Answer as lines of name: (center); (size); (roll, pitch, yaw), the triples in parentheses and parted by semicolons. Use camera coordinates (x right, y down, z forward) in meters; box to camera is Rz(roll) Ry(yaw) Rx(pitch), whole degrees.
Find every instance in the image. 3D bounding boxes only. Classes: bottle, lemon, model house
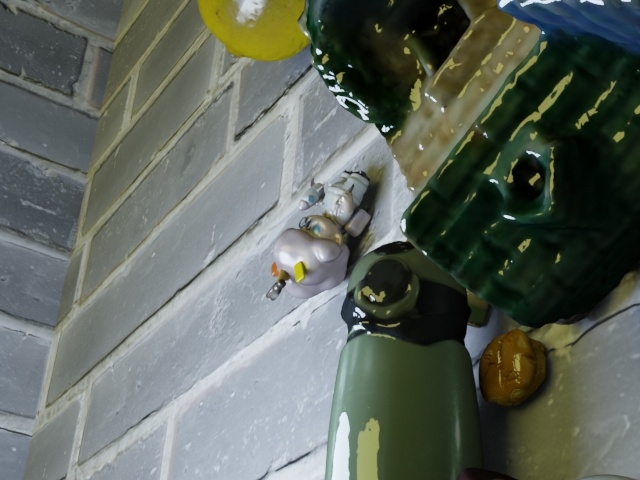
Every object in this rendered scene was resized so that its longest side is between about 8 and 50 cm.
bottle: (0.088, 0.172, 1.205); (0.168, 0.168, 0.347); (-34, 47, 51)
lemon: (-0.085, -0.451, 1.976); (0.260, 0.260, 0.284); (-100, 16, -48)
model house: (0.236, -0.167, 0.929); (0.445, 0.395, 0.400); (-51, 38, 30)

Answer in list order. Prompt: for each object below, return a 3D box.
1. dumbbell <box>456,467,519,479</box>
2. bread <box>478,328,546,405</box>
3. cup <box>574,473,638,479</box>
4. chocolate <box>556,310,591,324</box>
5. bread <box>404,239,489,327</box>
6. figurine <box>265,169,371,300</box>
dumbbell: (0.149, 0.329, 1.025); (0.124, 0.140, 0.225); (27, 94, 53)
bread: (0.200, 0.133, 1.183); (0.083, 0.046, 0.081); (1, 74, 62)
cup: (0.265, 0.276, 0.690); (0.289, 0.257, 0.219); (-22, 52, 57)
chocolate: (0.239, 0.016, 1.169); (0.072, 0.072, 0.167); (-49, 31, 36)
bread: (0.163, 0.057, 1.358); (0.139, 0.084, 0.074); (21, 89, 34)
figurine: (0.000, 0.000, 1.624); (0.137, 0.112, 0.229); (11, 67, 57)
